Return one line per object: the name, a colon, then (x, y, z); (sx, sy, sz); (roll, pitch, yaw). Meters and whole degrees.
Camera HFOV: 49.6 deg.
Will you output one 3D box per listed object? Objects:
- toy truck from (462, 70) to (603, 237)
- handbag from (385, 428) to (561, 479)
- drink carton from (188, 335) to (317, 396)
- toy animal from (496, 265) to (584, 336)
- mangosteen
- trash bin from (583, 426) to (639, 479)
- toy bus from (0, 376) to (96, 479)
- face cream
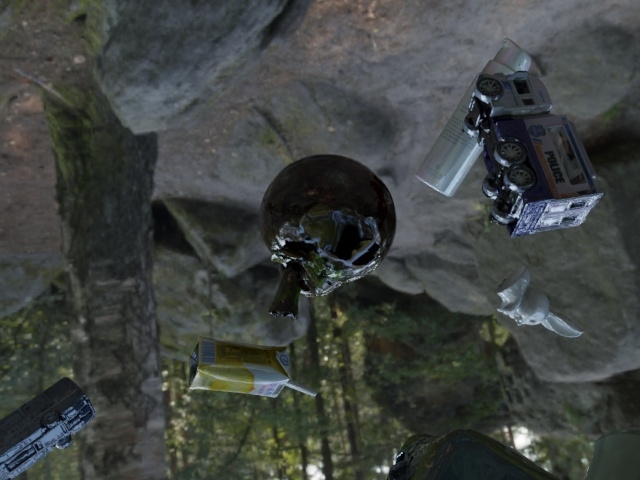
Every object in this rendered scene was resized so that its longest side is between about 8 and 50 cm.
toy truck: (0.341, -0.152, 1.137); (0.155, 0.268, 0.124); (-8, 153, -5)
handbag: (0.157, 0.361, 0.813); (0.222, 0.263, 0.241); (27, 166, 8)
drink carton: (-0.101, 0.202, 1.086); (0.200, 0.074, 0.084); (11, 135, -22)
toy animal: (0.528, 0.181, 1.695); (0.131, 0.221, 0.104); (-46, -176, -17)
mangosteen: (0.000, 0.000, 1.121); (0.231, 0.289, 0.231); (13, 145, 9)
trash bin: (0.556, 0.534, 1.182); (0.432, 0.280, 0.280); (-51, -174, -28)
toy bus: (-0.336, 0.223, 0.771); (0.166, 0.065, 0.047); (-35, 134, -30)
face cream: (0.336, -0.263, 1.498); (0.345, 0.102, 0.102); (-58, 151, 11)
